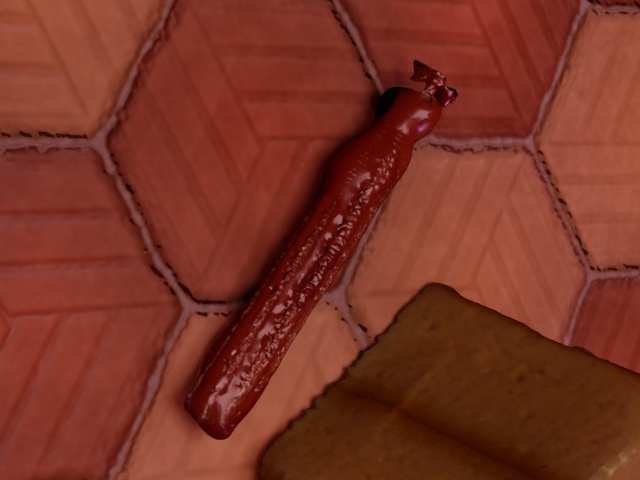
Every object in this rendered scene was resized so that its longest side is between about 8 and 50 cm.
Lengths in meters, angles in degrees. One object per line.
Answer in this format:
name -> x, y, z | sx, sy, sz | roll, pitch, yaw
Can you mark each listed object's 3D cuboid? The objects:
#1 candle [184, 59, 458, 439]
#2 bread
candle -> 0.000, 0.000, 1.075 | 0.051, 0.048, 0.329 | 29, 67, 13
bread -> 0.140, 0.265, 1.139 | 0.233, 0.245, 0.361 | -42, 136, -29
